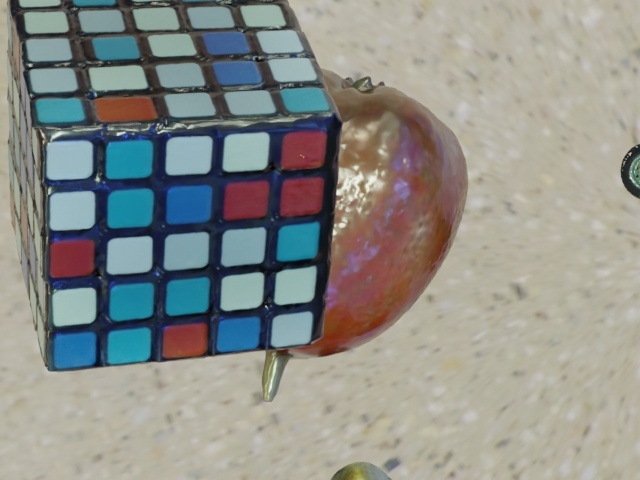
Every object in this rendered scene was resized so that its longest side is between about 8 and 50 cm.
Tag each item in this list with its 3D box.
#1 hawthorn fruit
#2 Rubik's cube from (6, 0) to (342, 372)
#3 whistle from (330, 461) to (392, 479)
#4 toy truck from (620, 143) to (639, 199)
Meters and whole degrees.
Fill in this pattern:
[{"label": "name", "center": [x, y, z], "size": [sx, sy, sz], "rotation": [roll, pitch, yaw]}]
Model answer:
[{"label": "hawthorn fruit", "center": [0.000, 0.000, 1.416], "size": [0.199, 0.199, 0.251], "rotation": [15, 88, 11]}, {"label": "Rubik's cube", "center": [-0.098, -0.045, 1.208], "size": [0.187, 0.184, 0.182], "rotation": [-4, 126, -12]}, {"label": "whistle", "center": [0.048, 0.286, 1.612], "size": [0.068, 0.326, 0.057], "rotation": [-30, 110, 8]}, {"label": "toy truck", "center": [0.151, -0.050, 0.698], "size": [0.054, 0.049, 0.083], "rotation": [21, 104, 29]}]
